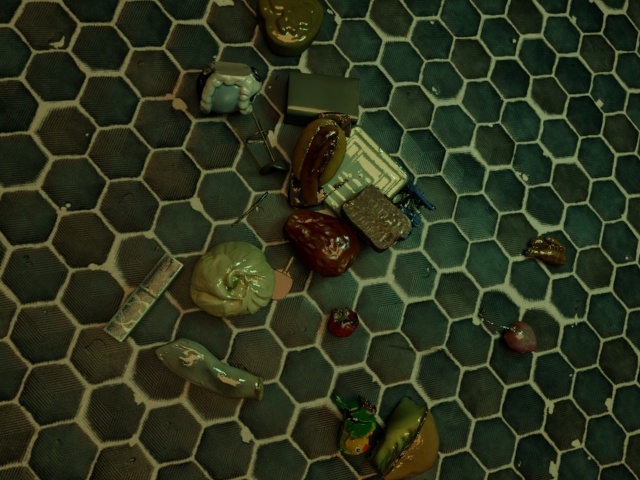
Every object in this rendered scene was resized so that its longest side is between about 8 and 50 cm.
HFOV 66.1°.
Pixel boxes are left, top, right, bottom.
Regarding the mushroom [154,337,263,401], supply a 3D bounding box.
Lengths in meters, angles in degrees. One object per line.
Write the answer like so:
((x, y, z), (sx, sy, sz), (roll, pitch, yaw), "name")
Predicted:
((-0.329, 0.393, 1.482), (0.351, 0.097, 0.109), (31, 79, -11), "mushroom")

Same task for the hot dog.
((0.001, -0.253, 1.570), (0.194, 0.107, 0.325), (8, 98, 2), "hot dog")

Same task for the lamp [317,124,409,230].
((0.119, -0.208, 1.652), (0.266, 0.047, 0.269), (43, 97, -5), "lamp")

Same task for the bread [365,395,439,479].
((0.274, 0.635, 1.527), (0.163, 0.204, 0.262), (37, 79, -2), "bread")

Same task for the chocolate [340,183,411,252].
((0.177, -0.063, 1.569), (0.148, 0.093, 0.214), (-38, 75, -9), "chocolate")

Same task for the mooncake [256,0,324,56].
((-0.098, -0.764, 1.693), (0.235, 0.117, 0.234), (2, 80, -10), "mooncake")

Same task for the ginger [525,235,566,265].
((0.836, 0.028, 1.810), (0.162, 0.073, 0.103), (15, 78, -9), "ginger")

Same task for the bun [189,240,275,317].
((-0.263, 0.117, 1.502), (0.259, 0.160, 0.259), (2, 79, -11), "bun")

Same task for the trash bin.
((0.003, -0.472, 1.671), (0.241, 0.122, 0.164), (6, 80, -10), "trash bin")

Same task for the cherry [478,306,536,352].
((0.665, 0.306, 1.728), (0.107, 0.090, 0.225), (-44, 84, -3), "cherry")

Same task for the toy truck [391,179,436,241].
((0.299, -0.105, 1.664), (0.113, 0.126, 0.208), (39, 74, -32), "toy truck")

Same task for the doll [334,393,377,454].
((0.106, 0.579, 1.545), (0.135, 0.106, 0.186), (2, 98, -8), "doll")

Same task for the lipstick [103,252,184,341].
((-0.526, 0.171, 1.475), (0.077, 0.076, 0.289), (38, 78, -7), "lipstick")

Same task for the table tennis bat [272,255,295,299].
((-0.126, 0.120, 1.608), (0.087, 0.013, 0.156), (28, 78, -5), "table tennis bat")

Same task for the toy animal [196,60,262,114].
((-0.292, -0.480, 1.576), (0.204, 0.208, 0.155), (1, 121, -16), "toy animal")

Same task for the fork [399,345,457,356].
((0.350, 0.365, 1.671), (0.235, 0.039, 0.021), (12, 75, -8), "fork")

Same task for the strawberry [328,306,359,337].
((0.074, 0.269, 1.595), (0.106, 0.106, 0.106), (2, 81, -13), "strawberry")

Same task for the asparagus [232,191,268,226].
((-0.228, -0.103, 1.616), (0.166, 0.016, 0.013), (-47, 127, -16), "asparagus")

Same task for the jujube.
((0.000, 0.000, 1.574), (0.255, 0.190, 0.190), (35, 76, 6), "jujube")

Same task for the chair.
((-0.193, -0.302, 1.618), (0.095, 0.104, 0.221), (-31, 85, 10), "chair")
